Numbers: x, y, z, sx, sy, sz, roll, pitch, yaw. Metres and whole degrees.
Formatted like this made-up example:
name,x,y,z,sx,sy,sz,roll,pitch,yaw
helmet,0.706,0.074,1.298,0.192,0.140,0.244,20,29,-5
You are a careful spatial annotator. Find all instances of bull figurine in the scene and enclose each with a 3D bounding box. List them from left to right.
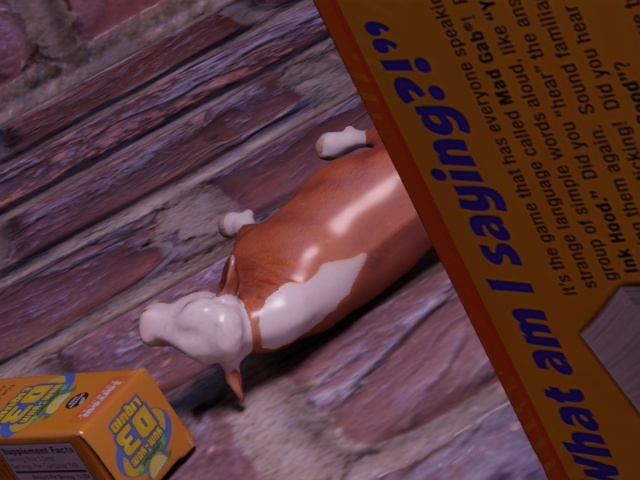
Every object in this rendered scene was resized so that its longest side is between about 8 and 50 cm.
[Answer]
name,x,y,z,sx,sy,sz,roll,pitch,yaw
bull figurine,0.000,0.000,1.166,0.310,0.101,0.188,-32,19,-12

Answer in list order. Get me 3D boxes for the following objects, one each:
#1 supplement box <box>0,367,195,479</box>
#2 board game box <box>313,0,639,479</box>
name,x,y,z,sx,sy,sz,roll,pitch,yaw
supplement box,-0.202,0.143,1.109,0.233,0.080,0.078,-7,31,40
board game box,0.277,-0.088,0.655,0.356,0.356,0.356,-8,28,42
